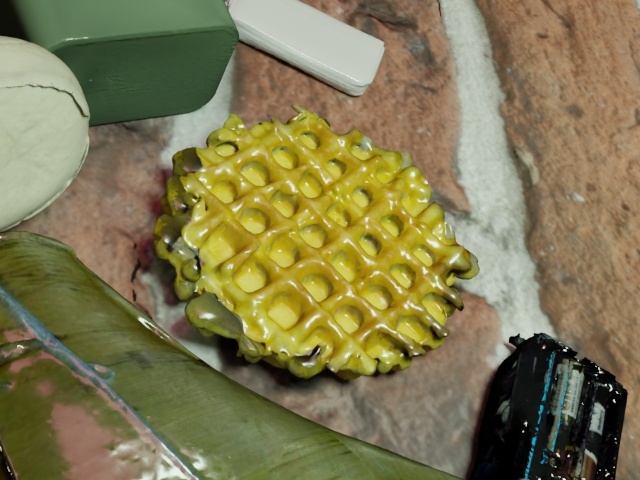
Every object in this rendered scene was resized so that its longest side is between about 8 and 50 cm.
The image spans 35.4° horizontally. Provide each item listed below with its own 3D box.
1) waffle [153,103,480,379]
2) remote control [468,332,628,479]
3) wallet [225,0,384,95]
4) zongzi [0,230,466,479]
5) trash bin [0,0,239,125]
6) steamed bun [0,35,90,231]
[{"bbox_3d":[-0.010,0.000,0.942,0.329,0.062,0.329,12,53,-16],"label":"waffle"},{"bbox_3d":[0.185,0.247,0.844,0.145,0.062,0.398,27,49,-4],"label":"remote control"},{"bbox_3d":[-0.021,-0.232,1.133,0.190,0.033,0.095,25,48,-7],"label":"wallet"},{"bbox_3d":[-0.087,0.128,0.730,0.393,0.174,0.356,-19,70,-34],"label":"zongzi"},{"bbox_3d":[-0.245,-0.291,0.994,0.223,0.158,0.343,-12,62,-31],"label":"trash bin"},{"bbox_3d":[-0.305,-0.085,0.802,0.228,0.177,0.131,-29,58,-33],"label":"steamed bun"}]
